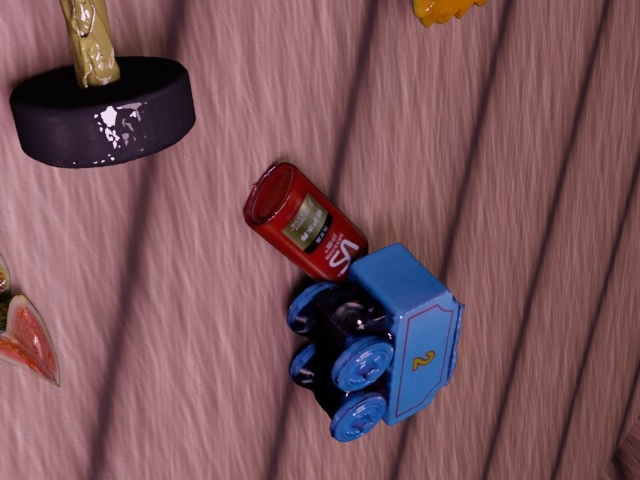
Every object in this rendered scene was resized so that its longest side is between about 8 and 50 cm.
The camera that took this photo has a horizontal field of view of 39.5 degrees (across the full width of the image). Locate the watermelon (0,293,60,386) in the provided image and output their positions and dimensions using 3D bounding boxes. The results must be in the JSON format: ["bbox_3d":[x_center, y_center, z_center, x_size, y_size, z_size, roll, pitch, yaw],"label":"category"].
[{"bbox_3d":[-0.380,0.122,1.094,0.068,0.087,0.163,-18,146,-2],"label":"watermelon"}]

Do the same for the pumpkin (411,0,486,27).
[{"bbox_3d":[0.202,-0.457,1.485,0.254,0.149,0.130,-23,164,-45],"label":"pumpkin"}]

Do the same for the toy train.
[{"bbox_3d":[0.092,0.169,1.473,0.265,0.188,0.300,-22,138,-23],"label":"toy train"}]

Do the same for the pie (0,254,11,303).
[{"bbox_3d":[-0.409,0.054,1.073,0.084,0.021,0.084,-19,118,-41],"label":"pie"}]

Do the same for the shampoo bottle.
[{"bbox_3d":[0.000,0.000,1.444,0.314,0.076,0.118,43,70,-46],"label":"shampoo bottle"}]

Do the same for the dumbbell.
[{"bbox_3d":[-0.258,-0.261,0.974,0.203,0.203,0.323,-28,124,-37],"label":"dumbbell"}]
